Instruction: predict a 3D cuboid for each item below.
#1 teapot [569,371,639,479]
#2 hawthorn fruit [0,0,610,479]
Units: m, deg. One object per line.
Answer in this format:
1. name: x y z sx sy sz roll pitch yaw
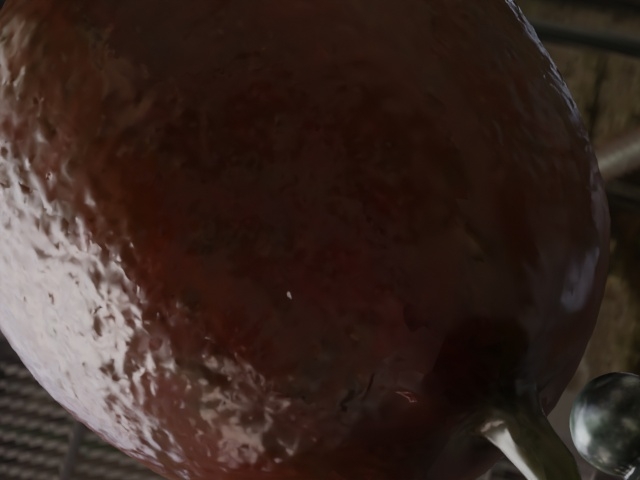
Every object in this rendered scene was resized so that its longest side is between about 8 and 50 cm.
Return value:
1. teapot: 0.120 0.086 0.455 0.149 0.239 0.162 38 -96 10
2. hawthorn fruit: 0.000 0.000 0.574 0.199 0.199 0.251 -26 -133 -17
